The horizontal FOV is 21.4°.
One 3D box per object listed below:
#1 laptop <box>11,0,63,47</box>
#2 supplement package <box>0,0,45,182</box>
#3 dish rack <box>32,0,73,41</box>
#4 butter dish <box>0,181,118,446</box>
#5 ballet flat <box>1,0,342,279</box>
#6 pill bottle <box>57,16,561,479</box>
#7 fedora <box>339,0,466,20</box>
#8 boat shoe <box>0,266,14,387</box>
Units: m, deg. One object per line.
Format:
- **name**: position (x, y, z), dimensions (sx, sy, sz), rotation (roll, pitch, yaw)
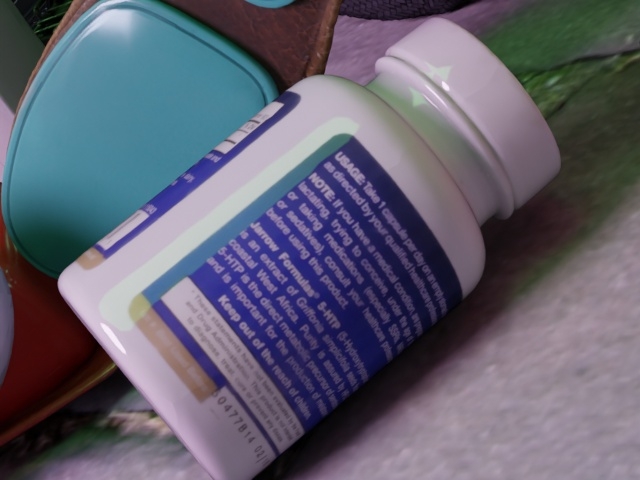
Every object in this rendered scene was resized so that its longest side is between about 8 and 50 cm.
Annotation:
- **laptop**: position (-0.216, -0.245, 1.328), dimensions (0.264, 0.136, 0.234), rotation (-14, 31, 37)
- **supplement package**: position (-0.286, -0.040, 0.991), dimensions (0.262, 0.199, 0.198), rotation (-33, 26, 5)
- **dish rack**: position (-0.079, -0.221, 1.203), dimensions (0.208, 0.074, 0.271), rotation (-14, 34, 40)
- **butter dish**: position (-0.188, 0.029, 0.839), dimensions (0.160, 0.118, 0.160), rotation (-32, 29, 8)
- **ballet flat**: position (-0.033, -0.118, 0.730), dimensions (0.342, 0.116, 0.124), rotation (-59, -3, 38)
- **pill bottle**: position (0.000, 0.000, 0.675), dimensions (0.186, 0.112, 0.112), rotation (-39, 26, -8)
- **fedora**: position (-0.008, -0.216, 0.914), dimensions (0.334, 0.334, 0.152), rotation (13, 83, 57)
- **boat shoe**: position (-0.293, 0.120, 0.736), dimensions (0.367, 0.136, 0.156), rotation (-34, 6, 22)
